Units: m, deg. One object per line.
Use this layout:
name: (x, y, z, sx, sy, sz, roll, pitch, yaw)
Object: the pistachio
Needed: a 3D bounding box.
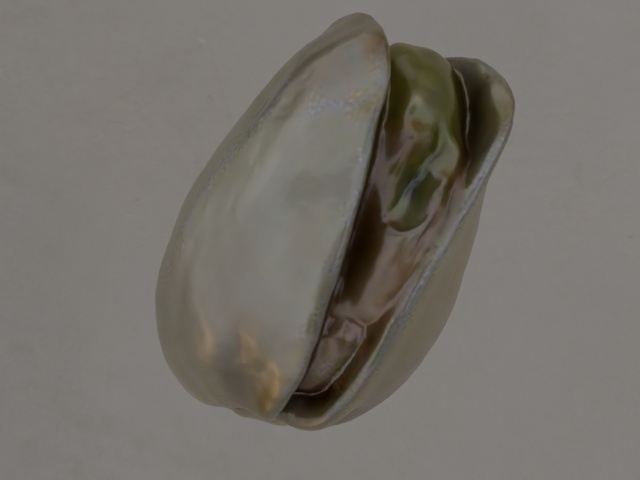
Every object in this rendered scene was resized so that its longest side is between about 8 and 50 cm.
pistachio: (0.000, 0.000, 0.479, 0.144, 0.144, 0.215, 32, 116, 2)
